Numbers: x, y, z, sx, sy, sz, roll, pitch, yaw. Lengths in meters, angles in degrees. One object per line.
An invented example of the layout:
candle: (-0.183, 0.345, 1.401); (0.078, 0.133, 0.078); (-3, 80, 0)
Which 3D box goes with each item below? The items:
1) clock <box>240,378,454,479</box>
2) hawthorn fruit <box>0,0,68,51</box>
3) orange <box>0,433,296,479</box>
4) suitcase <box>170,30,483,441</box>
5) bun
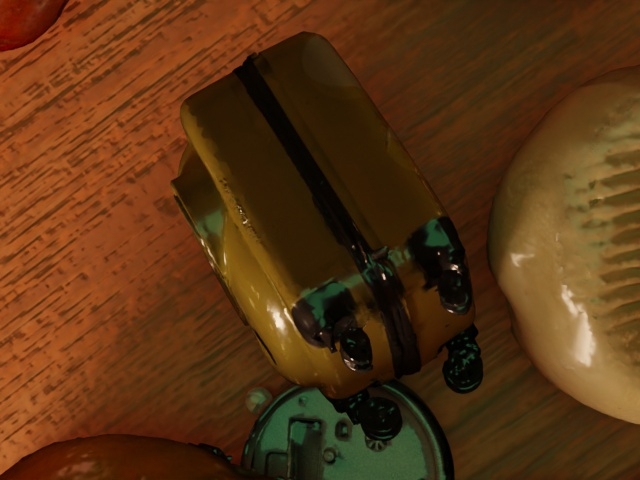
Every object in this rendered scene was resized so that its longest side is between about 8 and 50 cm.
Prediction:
clock: (0.017, 0.166, 1.075); (0.155, 0.063, 0.229); (7, 88, 1)
hawthorn fruit: (-0.227, -0.197, 1.058); (0.133, 0.133, 0.138); (22, 104, 2)
orange: (-0.107, 0.273, 1.032); (0.310, 0.274, 0.274); (39, 90, 27)
suitcase: (0.000, 0.000, 0.992); (0.143, 0.194, 0.235); (-30, 66, -4)
bun: (0.230, -0.006, 1.029); (0.259, 0.160, 0.259); (-2, 102, -9)
